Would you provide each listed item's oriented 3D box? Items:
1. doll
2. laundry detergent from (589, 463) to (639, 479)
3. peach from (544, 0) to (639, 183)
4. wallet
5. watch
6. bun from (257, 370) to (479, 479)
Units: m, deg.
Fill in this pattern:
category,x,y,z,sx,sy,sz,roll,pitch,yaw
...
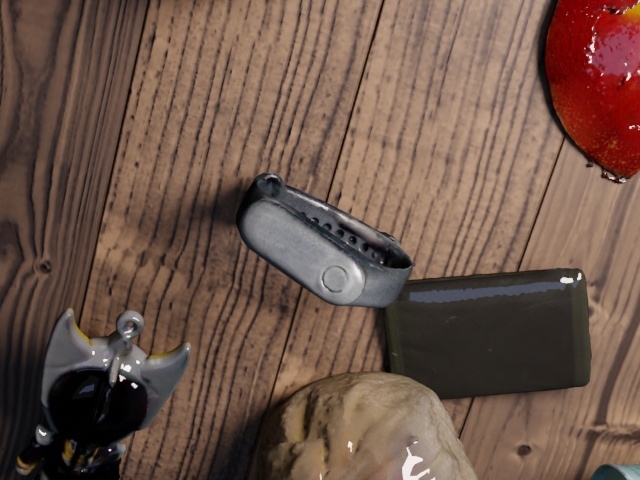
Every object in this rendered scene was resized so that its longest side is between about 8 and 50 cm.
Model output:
category,x,y,z,sx,sy,sz,roll,pitch,yaw
doll,-0.268,0.211,1.044,0.146,0.103,0.316,28,111,6
laundry detergent,0.506,0.400,1.039,0.305,0.287,0.287,-3,106,-1
peach,0.349,-0.193,0.978,0.189,0.068,0.279,-6,106,1
wallet,0.202,0.115,1.069,0.245,0.052,0.168,-5,111,6
watch,0.000,0.000,0.958,0.206,0.193,0.068,32,104,10
bun,0.052,0.287,1.013,0.282,0.205,0.281,0,97,3
